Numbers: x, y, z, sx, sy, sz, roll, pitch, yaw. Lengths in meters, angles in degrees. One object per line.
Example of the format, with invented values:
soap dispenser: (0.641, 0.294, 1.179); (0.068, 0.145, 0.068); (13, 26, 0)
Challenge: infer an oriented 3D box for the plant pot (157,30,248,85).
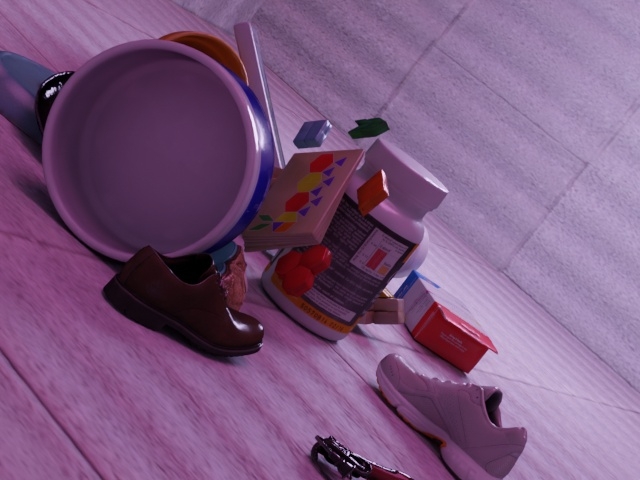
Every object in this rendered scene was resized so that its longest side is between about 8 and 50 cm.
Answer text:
plant pot: (-0.259, -0.278, 2.416); (0.205, 0.205, 0.188); (33, -5, -26)

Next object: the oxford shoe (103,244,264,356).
oxford shoe: (-0.133, 0.070, 1.533); (0.227, 0.096, 0.083); (30, 11, -46)

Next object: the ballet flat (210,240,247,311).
ballet flat: (-0.127, 0.055, 1.746); (0.067, 0.073, 0.206); (63, 8, -12)

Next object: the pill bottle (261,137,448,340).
pill bottle: (0.052, -0.003, 1.964); (0.162, 0.278, 0.162); (37, 11, -8)

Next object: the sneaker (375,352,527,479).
sneaker: (0.189, 0.229, 1.855); (0.262, 0.121, 0.099); (45, 11, 34)

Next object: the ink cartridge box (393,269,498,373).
ink cartridge box: (0.224, 0.154, 2.429); (0.134, 0.078, 0.231); (34, 11, -20)

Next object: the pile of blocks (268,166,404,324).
pile of blocks: (0.000, 0.000, 2.144); (0.362, 0.149, 0.113); (41, 10, 14)

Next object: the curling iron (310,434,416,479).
curling iron: (0.096, 0.290, 1.513); (0.274, 0.035, 0.068); (32, 16, -28)

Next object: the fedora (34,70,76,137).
fedora: (-0.219, -0.153, 1.834); (0.334, 0.152, 0.334); (29, 30, -19)

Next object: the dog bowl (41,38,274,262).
dog bowl: (-0.193, -0.103, 1.608); (0.265, 0.265, 0.104); (40, 8, 10)

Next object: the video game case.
video game case: (-0.108, -0.245, 2.543); (0.300, 0.036, 0.328); (-95, 174, -83)

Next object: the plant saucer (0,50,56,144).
plant saucer: (-0.379, -0.187, 1.974); (0.318, 0.043, 0.317); (36, 10, -7)

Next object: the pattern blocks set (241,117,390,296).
pattern blocks set: (-0.024, -0.055, 1.884); (0.285, 0.325, 0.026); (8, -37, 46)

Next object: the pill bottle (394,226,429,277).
pill bottle: (0.069, -0.027, 2.449); (0.301, 0.169, 0.169); (25, 16, -49)
